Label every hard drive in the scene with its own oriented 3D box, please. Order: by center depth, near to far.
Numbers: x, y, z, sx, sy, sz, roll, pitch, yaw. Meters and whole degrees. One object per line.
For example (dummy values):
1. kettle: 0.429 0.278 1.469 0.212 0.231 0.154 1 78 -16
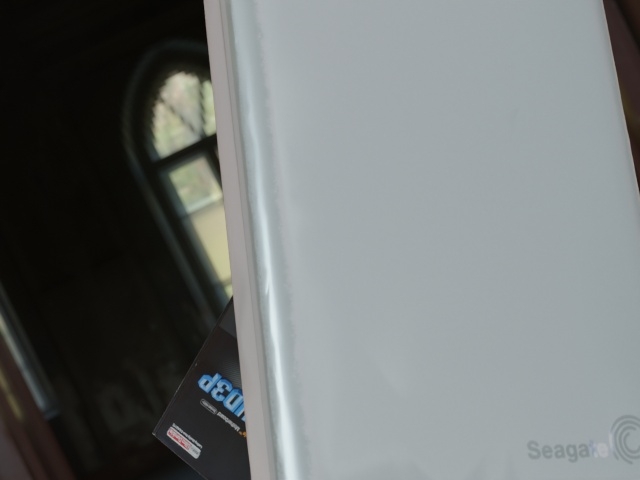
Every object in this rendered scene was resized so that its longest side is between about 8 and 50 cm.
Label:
1. hard drive: 0.052 -0.035 0.687 0.203 0.308 0.040 2 -21 -26

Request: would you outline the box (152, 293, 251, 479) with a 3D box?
1. box: -0.046 0.174 1.505 0.051 0.220 0.175 27 -86 -50
